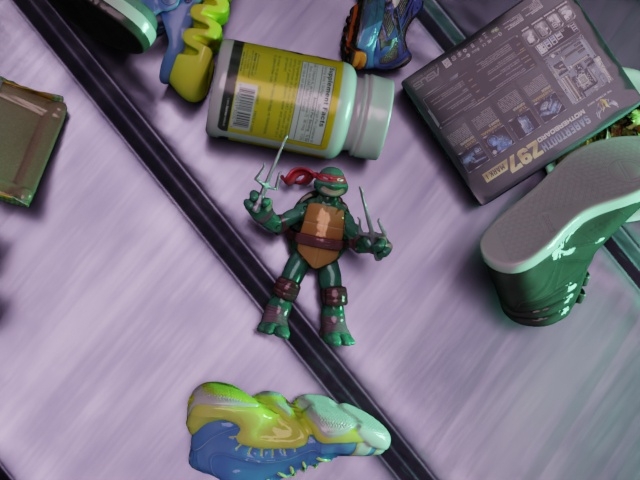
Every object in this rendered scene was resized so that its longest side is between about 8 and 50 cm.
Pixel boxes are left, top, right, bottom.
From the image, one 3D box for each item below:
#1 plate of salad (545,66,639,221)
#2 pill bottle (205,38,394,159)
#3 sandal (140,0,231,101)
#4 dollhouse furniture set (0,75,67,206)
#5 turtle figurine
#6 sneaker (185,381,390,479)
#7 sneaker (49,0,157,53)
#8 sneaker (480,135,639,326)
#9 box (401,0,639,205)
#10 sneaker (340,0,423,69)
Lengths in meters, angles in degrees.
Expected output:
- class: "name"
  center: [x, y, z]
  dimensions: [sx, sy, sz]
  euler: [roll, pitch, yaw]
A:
- class: "plate of salad"
  center: [0.374, -0.123, 1.501]
  dimensions: [0.199, 0.048, 0.200]
  euler: [1, 82, -6]
- class: "pill bottle"
  center: [-0.025, -0.162, 1.425]
  dimensions: [0.208, 0.119, 0.119]
  euler: [11, 82, -5]
- class: "sandal"
  center: [-0.161, -0.333, 1.433]
  dimensions: [0.138, 0.126, 0.317]
  euler: [16, 80, 0]
- class: "dollhouse furniture set"
  center: [-0.444, -0.053, 1.392]
  dimensions: [0.197, 0.151, 0.302]
  euler: [24, 56, -16]
- class: "turtle figurine"
  center: [0.000, 0.000, 1.410]
  dimensions: [0.175, 0.118, 0.234]
  euler: [10, 97, 10]
- class: "sneaker"
  center: [-0.044, 0.243, 1.401]
  dimensions: [0.240, 0.091, 0.126]
  euler: [13, 100, -5]
- class: "sneaker"
  center: [-0.257, -0.347, 1.369]
  dimensions: [0.295, 0.124, 0.178]
  euler: [37, 76, 19]
- class: "sneaker"
  center: [0.311, -0.009, 1.446]
  dimensions: [0.295, 0.147, 0.104]
  euler: [-34, 49, -21]
- class: "box"
  center: [0.243, -0.178, 1.458]
  dimensions: [0.232, 0.059, 0.183]
  euler: [-34, 86, 9]
- class: "sneaker"
  center: [0.088, -0.310, 1.486]
  dimensions: [0.087, 0.083, 0.221]
  euler: [14, 87, -18]
